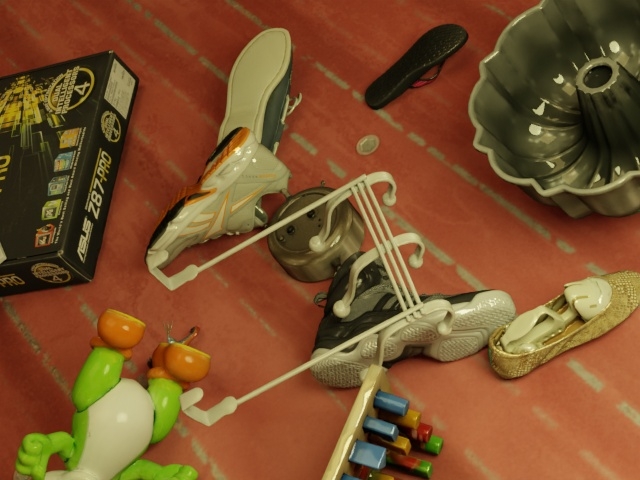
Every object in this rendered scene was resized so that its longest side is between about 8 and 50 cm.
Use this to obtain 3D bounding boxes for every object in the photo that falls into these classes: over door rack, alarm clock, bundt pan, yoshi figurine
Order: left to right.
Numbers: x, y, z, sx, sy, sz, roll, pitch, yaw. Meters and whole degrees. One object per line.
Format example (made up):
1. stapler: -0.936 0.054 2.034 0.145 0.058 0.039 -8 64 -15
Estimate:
1. yoshi figurine: -0.277 0.278 1.623 0.203 0.203 0.362 19 77 27
2. over door rack: -0.026 0.073 1.544 0.324 0.108 0.239 -21 49 0
3. alarm clock: 0.000 0.000 1.751 0.129 0.064 0.192 -38 50 1
4. bundt pan: 0.350 -0.161 1.546 0.331 0.124 0.331 -18 51 23

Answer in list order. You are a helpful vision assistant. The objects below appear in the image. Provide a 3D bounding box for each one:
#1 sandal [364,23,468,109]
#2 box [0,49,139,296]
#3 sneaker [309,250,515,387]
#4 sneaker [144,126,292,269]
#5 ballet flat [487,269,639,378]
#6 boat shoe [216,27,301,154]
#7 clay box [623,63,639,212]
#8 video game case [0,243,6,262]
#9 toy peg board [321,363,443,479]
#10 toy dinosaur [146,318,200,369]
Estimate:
1. sandal: 0.142 -0.247 1.865 0.179 0.040 0.067 -37 40 21
2. box: -0.473 -0.100 2.072 0.318 0.097 0.395 -10 55 27
3. sneaker: 0.104 0.076 1.603 0.268 0.101 0.153 -20 53 20
4. sneaker: -0.145 -0.033 1.837 0.262 0.121 0.099 -45 20 26
5. ballet flat: 0.285 0.090 1.512 0.206 0.067 0.073 -35 46 3
6. boat shoe: -0.085 -0.200 1.930 0.095 0.079 0.254 -6 58 25
7. clay box: 0.409 -0.148 1.622 0.127 0.053 0.222 -22 49 18
8. video game case: -0.533 0.034 1.949 0.122 0.011 0.087 -38 49 4
9. toy peg board: 0.076 0.250 1.468 0.079 0.160 0.161 15 66 20
10. toy dinosaur: -0.197 0.154 1.782 0.082 0.047 0.090 -23 82 3
